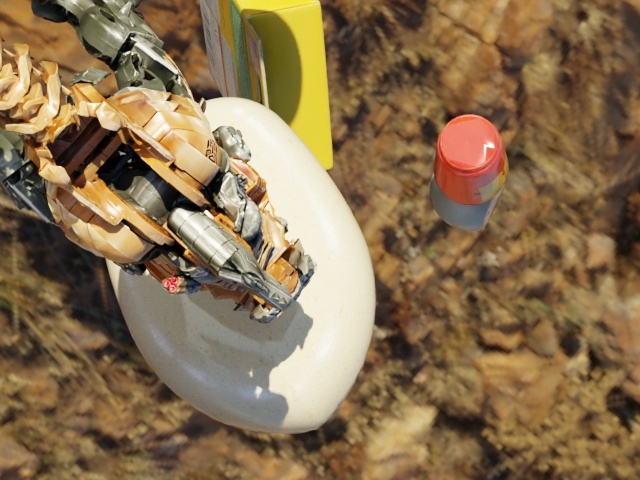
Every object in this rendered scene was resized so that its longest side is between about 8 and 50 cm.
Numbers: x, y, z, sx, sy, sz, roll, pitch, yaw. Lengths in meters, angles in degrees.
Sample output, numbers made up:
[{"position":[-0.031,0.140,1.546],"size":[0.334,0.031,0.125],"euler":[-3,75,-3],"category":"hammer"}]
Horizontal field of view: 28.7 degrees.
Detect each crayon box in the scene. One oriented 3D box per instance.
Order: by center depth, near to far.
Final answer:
[{"position":[-0.061,-0.208,1.377],"size":[0.083,0.323,0.203],"euler":[-13,127,-11],"category":"crayon box"}]

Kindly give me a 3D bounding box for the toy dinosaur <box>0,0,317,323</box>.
[{"position":[-0.108,-0.056,0.706],"size":[0.164,0.218,0.322],"euler":[-36,145,-15],"category":"toy dinosaur"}]

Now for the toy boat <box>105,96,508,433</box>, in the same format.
[{"position":[0.000,0.000,0.955],"size":[0.318,0.268,0.148],"euler":[-23,164,1],"category":"toy boat"}]
